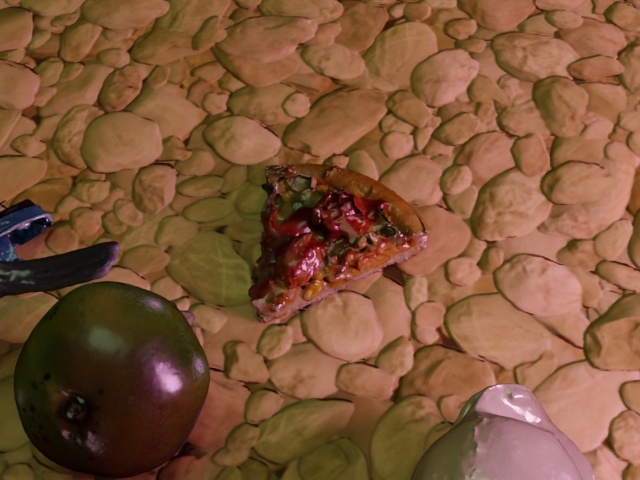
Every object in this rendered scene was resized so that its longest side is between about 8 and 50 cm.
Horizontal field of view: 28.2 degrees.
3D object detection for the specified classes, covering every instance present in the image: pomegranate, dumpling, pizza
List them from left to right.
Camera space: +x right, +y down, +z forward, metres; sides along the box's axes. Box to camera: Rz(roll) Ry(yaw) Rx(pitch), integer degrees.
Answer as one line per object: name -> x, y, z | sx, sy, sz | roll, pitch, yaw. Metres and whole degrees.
pomegranate -> -0.178, 0.115, 1.161 | 0.179, 0.180, 0.210 | 9, 24, 16
pizza -> 0.000, 0.000, 1.272 | 0.201, 0.053, 0.193 | 16, 58, 20
dumpling -> 0.160, 0.233, 1.028 | 0.193, 0.147, 0.258 | 26, 50, -10

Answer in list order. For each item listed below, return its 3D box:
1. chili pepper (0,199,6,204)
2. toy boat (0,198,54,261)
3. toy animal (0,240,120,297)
chili pepper -> -0.403, -0.041, 1.340 | 0.192, 0.084, 0.086 | 2, 78, 31
toy boat -> -0.337, 0.013, 1.319 | 0.137, 0.060, 0.061 | -32, 79, -21
toy animal -> -0.379, 0.060, 1.202 | 0.366, 0.206, 0.081 | 6, 47, -6
